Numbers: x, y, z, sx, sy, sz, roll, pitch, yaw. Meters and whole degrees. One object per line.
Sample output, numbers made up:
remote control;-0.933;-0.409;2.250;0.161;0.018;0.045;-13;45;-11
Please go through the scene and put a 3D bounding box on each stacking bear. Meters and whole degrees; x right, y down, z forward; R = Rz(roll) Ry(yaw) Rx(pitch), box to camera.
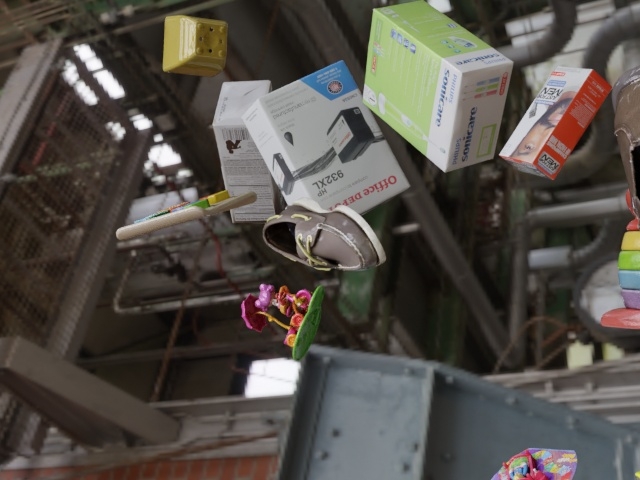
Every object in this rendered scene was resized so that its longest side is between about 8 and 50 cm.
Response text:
stacking bear;0.617;0.013;1.800;0.164;0.175;0.289;177;93;-74

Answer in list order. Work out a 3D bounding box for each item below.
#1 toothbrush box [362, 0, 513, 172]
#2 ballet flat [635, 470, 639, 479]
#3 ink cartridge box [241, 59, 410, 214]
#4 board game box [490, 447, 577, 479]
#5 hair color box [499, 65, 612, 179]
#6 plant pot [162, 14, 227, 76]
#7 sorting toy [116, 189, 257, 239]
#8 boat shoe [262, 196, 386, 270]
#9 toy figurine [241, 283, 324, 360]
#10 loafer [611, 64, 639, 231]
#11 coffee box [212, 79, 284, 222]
toothbrush box;0.210;-0.293;1.846;0.122;0.283;0.206;-16;-49;-25
ballet flat;0.521;0.352;1.380;0.231;0.077;0.077;36;-93;-29
ink cartridge box;0.012;-0.187;2.081;0.223;0.129;0.307;-28;-90;-23
board game box;0.302;0.349;1.475;0.133;0.169;0.033;-45;-75;-27
hair color box;0.354;-0.180;1.497;0.053;0.093;0.167;32;-92;-26
plant pot;-0.171;-0.282;1.418;0.081;0.083;0.081;2;-88;-30
sorting toy;-0.241;-0.053;1.795;0.208;0.193;0.038;-22;-84;-63
boat shoe;0.000;0.000;1.669;0.097;0.324;0.116;-30;-68;-18
toy figurine;-0.091;0.149;2.112;0.130;0.159;0.173;-30;-41;-67
loafer;0.427;-0.031;1.177;0.366;0.134;0.130;55;-142;-28
coffee box;-0.159;-0.201;2.297;0.168;0.119;0.297;-84;-10;-45
